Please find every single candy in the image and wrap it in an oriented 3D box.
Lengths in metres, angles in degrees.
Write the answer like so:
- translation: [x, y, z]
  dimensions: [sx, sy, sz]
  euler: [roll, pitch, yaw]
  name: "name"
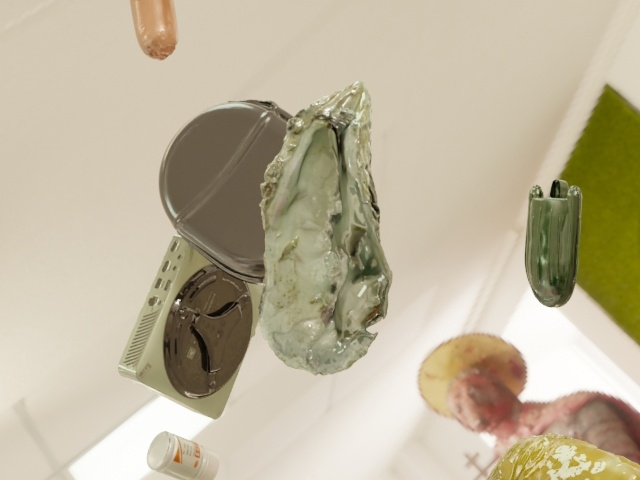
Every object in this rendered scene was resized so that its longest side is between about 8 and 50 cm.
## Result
- translation: [0.256, 0.279, 0.896]
  dimensions: [0.118, 0.260, 0.260]
  euler: [-49, -16, -21]
  name: "candy"

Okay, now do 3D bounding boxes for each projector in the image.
- translation: [-0.201, 0.150, 1.715]
  dimensions: [0.259, 0.079, 0.257]
  euler: [42, -116, -53]
  name: "projector"

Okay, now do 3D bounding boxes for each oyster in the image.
- translation: [-0.002, 0.001, 0.977]
  dimensions: [0.199, 0.252, 0.087]
  euler: [-25, -4, 34]
  name: "oyster"

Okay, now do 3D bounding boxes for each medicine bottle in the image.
- translation: [-0.190, 0.303, 1.399]
  dimensions: [0.089, 0.057, 0.057]
  euler: [32, -74, -32]
  name: "medicine bottle"

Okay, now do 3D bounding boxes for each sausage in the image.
- translation: [-0.129, -0.179, 0.780]
  dimensions: [0.034, 0.083, 0.034]
  euler: [-11, -21, -4]
  name: "sausage"

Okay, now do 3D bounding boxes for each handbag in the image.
- translation: [-0.102, -0.078, 1.524]
  dimensions: [0.254, 0.308, 0.093]
  euler: [-54, -19, 1]
  name: "handbag"

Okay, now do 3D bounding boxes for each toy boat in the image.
- translation: [0.377, 0.006, 1.645]
  dimensions: [0.052, 0.104, 0.210]
  euler: [-1, -87, -44]
  name: "toy boat"
